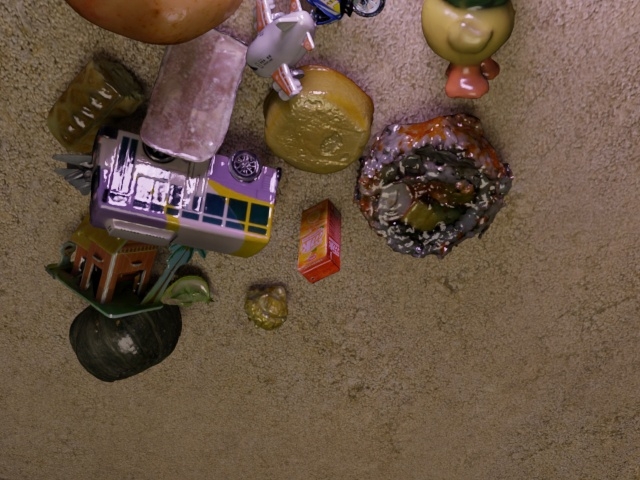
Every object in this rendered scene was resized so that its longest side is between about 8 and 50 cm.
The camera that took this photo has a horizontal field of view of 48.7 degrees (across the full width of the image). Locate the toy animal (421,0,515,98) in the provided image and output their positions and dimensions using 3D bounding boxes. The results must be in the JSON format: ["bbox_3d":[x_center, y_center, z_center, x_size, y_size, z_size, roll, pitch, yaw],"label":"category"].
[{"bbox_3d":[0.304,-0.482,1.449,0.191,0.216,0.338,20,133,22],"label":"toy animal"}]

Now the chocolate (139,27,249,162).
[{"bbox_3d":[-0.287,-0.332,1.608,0.185,0.100,0.303,19,88,-18],"label":"chocolate"}]

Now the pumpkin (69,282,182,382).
[{"bbox_3d":[-0.586,0.276,2.137,0.327,0.291,0.257,-17,108,33],"label":"pumpkin"}]

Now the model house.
[{"bbox_3d":[-0.522,-0.004,1.987,0.300,0.340,0.324,30,111,28],"label":"model house"}]

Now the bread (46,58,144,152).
[{"bbox_3d":[-0.550,-0.314,1.701,0.152,0.130,0.267,36,126,-28],"label":"bread"}]

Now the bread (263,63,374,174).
[{"bbox_3d":[-0.007,-0.281,1.681,0.269,0.148,0.270,3,136,2],"label":"bread"}]

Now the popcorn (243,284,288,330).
[{"bbox_3d":[-0.165,0.210,2.140,0.141,0.135,0.162,23,120,-44],"label":"popcorn"}]

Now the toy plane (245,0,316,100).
[{"bbox_3d":[-0.090,-0.421,1.511,0.117,0.245,0.245,-17,142,-32],"label":"toy plane"}]

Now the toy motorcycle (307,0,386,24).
[{"bbox_3d":[-0.017,-0.552,1.465,0.315,0.113,0.169,37,134,-15],"label":"toy motorcycle"}]

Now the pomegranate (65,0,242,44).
[{"bbox_3d":[-0.306,-0.559,1.293,0.411,0.411,0.411,2,132,2],"label":"pomegranate"}]

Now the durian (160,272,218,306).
[{"bbox_3d":[-0.394,0.150,2.114,0.215,0.100,0.086,1,170,-43],"label":"durian"}]

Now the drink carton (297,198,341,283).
[{"bbox_3d":[0.000,0.000,1.879,0.096,0.223,0.071,-26,126,25],"label":"drink carton"}]

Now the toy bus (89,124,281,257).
[{"bbox_3d":[-0.342,-0.106,1.720,0.439,0.249,0.209,13,164,-21],"label":"toy bus"}]

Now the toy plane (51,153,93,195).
[{"bbox_3d":[-0.537,-0.188,1.838,0.267,0.088,0.212,-13,153,12],"label":"toy plane"}]

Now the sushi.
[{"bbox_3d":[0.279,-0.125,1.778,0.417,0.176,0.417,2,132,2],"label":"sushi"}]
